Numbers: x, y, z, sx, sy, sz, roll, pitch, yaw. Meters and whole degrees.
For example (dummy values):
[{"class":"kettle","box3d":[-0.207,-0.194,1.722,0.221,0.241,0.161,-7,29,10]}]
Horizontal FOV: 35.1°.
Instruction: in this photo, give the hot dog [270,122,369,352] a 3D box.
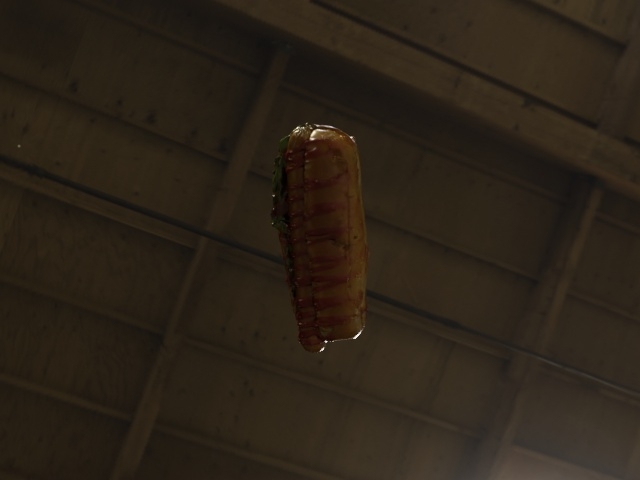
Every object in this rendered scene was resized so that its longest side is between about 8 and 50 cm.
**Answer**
[{"class":"hot dog","box3d":[-0.001,0.001,0.607,0.038,0.062,0.144,-24,-61,-44]}]
